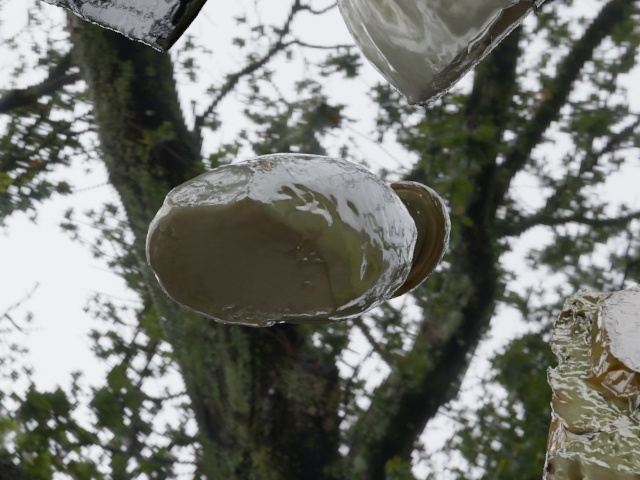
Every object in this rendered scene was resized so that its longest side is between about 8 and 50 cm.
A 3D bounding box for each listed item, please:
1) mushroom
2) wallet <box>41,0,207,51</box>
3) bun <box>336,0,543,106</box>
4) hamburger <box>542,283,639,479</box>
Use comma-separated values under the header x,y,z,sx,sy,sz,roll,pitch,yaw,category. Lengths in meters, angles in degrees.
x,y,z,sx,sy,sz,roll,pitch,yaw,category
0.000,0.000,0.855,0.350,0.128,0.128,1,-79,-65,mushroom
-0.164,-0.306,1.042,0.247,0.323,0.041,-55,-37,-9,wallet
0.086,-0.216,0.626,0.175,0.263,0.263,45,-106,-1,bun
0.170,0.115,0.545,0.135,0.208,0.155,1,-79,14,hamburger
